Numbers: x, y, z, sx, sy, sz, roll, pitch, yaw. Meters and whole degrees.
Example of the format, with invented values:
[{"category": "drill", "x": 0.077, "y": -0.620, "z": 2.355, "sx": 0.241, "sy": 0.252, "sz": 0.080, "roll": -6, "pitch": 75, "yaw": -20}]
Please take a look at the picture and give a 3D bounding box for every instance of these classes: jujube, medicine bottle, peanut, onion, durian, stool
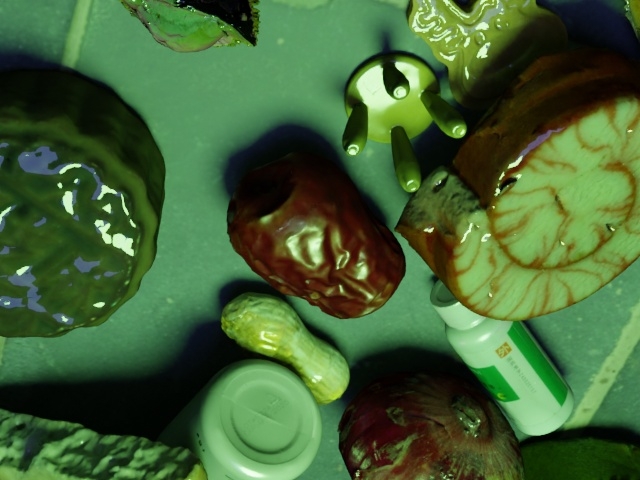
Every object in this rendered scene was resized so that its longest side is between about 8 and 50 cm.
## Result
[{"category": "jujube", "x": 0.000, "y": 0.000, "z": 1.289, "sx": 0.155, "sy": 0.155, "sz": 0.230, "roll": -38, "pitch": 121, "yaw": 17}, {"category": "medicine bottle", "x": -0.122, "y": 0.271, "z": 1.415, "sx": 0.157, "sy": 0.157, "sz": 0.288, "roll": 18, "pitch": 146, "yaw": -18}, {"category": "peanut", "x": -0.040, "y": 0.135, "z": 1.410, "sx": 0.087, "sy": 0.087, "sz": 0.207, "roll": -38, "pitch": 121, "yaw": 17}, {"category": "onion", "x": 0.146, "y": 0.269, "z": 1.424, "sx": 0.246, "sy": 0.246, "sz": 0.190, "roll": 22, "pitch": 121, "yaw": -19}, {"category": "durian", "x": -0.144, "y": -0.258, "z": 1.149, "sx": 0.187, "sy": 0.119, "sz": 0.108, "roll": 20, "pitch": 158, "yaw": -6}, {"category": "medicine bottle", "x": 0.234, "y": 0.143, "z": 1.443, "sx": 0.095, "sy": 0.095, "sz": 0.260, "roll": -30, "pitch": 122, "yaw": 13}, {"category": "stool", "x": 0.087, "y": -0.136, "z": 1.231, "sx": 0.135, "sy": 0.110, "sz": 0.134, "roll": -9, "pitch": 124, "yaw": 1}]

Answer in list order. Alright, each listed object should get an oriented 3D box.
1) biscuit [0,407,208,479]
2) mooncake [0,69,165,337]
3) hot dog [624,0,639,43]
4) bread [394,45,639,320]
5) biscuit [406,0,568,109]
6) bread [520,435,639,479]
[{"category": "biscuit", "x": -0.319, "y": 0.387, "z": 1.448, "sx": 0.429, "sy": 0.104, "sz": 0.446, "roll": 11, "pitch": 132, "yaw": 18}, {"category": "mooncake", "x": -0.316, "y": -0.036, "z": 1.220, "sx": 0.290, "sy": 0.161, "sz": 0.290, "roll": -3, "pitch": 122, "yaw": -5}, {"category": "hot dog", "x": 0.421, "y": -0.225, "z": 1.236, "sx": 0.131, "sy": 0.069, "sz": 0.252, "roll": -33, "pitch": 120, "yaw": 16}, {"category": "bread", "x": 0.269, "y": -0.057, "z": 1.262, "sx": 0.295, "sy": 0.114, "sz": 0.327, "roll": 16, "pitch": 121, "yaw": -38}, {"category": "biscuit", "x": 0.198, "y": -0.216, "z": 1.240, "sx": 0.144, "sy": 0.040, "sz": 0.236, "roll": -30, "pitch": 119, "yaw": 19}, {"category": "bread", "x": 0.327, "y": 0.417, "z": 1.615, "sx": 0.382, "sy": 0.129, "sz": 0.366, "roll": 31, "pitch": 117, "yaw": -23}]
